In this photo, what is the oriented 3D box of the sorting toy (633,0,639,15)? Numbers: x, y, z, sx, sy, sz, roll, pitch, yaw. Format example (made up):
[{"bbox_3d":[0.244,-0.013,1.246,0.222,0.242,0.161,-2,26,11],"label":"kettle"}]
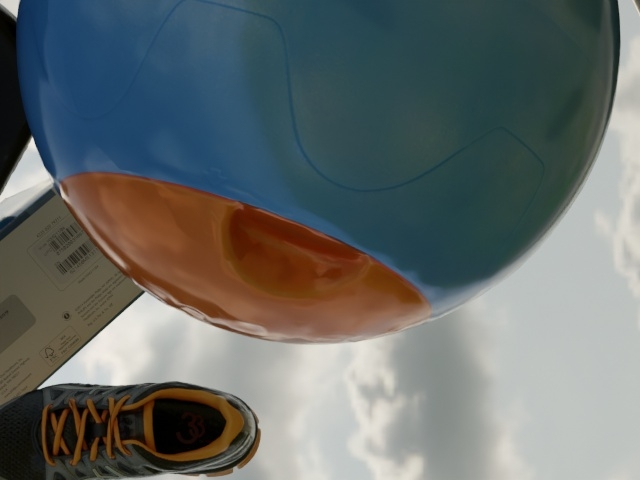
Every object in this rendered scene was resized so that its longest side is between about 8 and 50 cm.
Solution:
[{"bbox_3d":[0.274,-0.167,0.834,0.193,0.038,0.208,-50,-51,-10],"label":"sorting toy"}]

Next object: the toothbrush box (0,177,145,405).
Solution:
[{"bbox_3d":[-0.296,0.055,1.220,0.216,0.295,0.126,-43,-77,-22],"label":"toothbrush box"}]

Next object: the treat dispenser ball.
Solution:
[{"bbox_3d":[-0.001,-0.093,0.649,0.288,0.288,0.288,13,-105,-63],"label":"treat dispenser ball"}]

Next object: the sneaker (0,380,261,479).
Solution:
[{"bbox_3d":[-0.149,0.136,0.957,0.083,0.214,0.084,113,150,-74],"label":"sneaker"}]

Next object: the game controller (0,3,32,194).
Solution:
[{"bbox_3d":[-0.296,-0.127,0.719,0.319,0.166,0.067,35,-143,-2],"label":"game controller"}]
